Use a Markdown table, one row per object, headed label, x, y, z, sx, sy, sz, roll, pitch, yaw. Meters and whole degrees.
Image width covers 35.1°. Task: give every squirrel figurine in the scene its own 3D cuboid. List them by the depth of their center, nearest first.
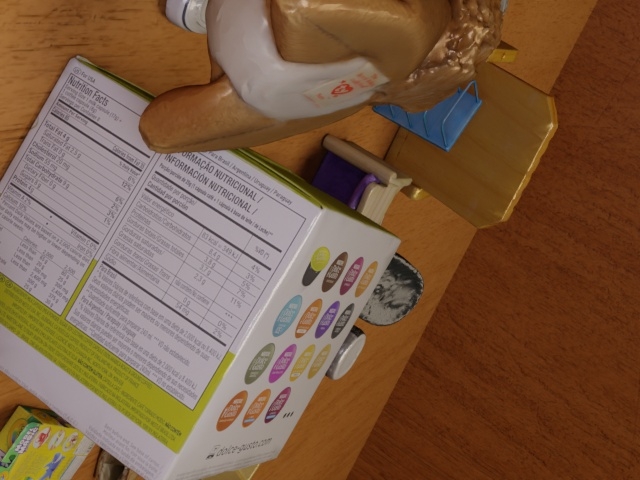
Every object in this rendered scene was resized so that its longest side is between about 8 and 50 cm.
| label | x | y | z | sx | sy | sz | roll | pitch | yaw |
| --- | --- | --- | --- | --- | --- | --- | --- | --- | --- |
| squirrel figurine | 0.001 | -0.312 | 0.976 | 0.397 | 0.370 | 0.281 | -6 | 164 | -31 |

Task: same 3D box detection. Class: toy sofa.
| label | x | y | z | sx | sy | sz | roll | pitch | yaw |
| --- | --- | --- | --- | --- | --- | --- | --- | --- | --- |
| toy sofa | 0.000 | 0.000 | 1.830 | 0.177 | 0.150 | 0.362 | -8 | 128 | -63 |

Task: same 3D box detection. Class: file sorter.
| label | x | y | z | sx | sy | sz | roll | pitch | yaw |
| --- | --- | --- | --- | --- | --- | --- | --- | --- | --- |
| file sorter | 0.190 | -0.267 | 1.854 | 0.118 | 0.170 | 0.104 | -55 | 159 | -9 |

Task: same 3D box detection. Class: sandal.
| label | x | y | z | sx | sy | sz | roll | pitch | yaw |
| --- | --- | --- | --- | --- | --- | --- | --- | --- | --- |
| sandal | 0.018 | 0.030 | 1.650 | 0.445 | 0.107 | 0.167 | 25 | 105 | -35 |

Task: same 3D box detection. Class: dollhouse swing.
| label | x | y | z | sx | sy | sz | roll | pitch | yaw |
| --- | --- | --- | --- | --- | --- | --- | --- | --- | --- |
| dollhouse swing | 0.345 | -0.225 | 2.109 | 0.315 | 0.305 | 0.347 | -18 | 136 | -62 |

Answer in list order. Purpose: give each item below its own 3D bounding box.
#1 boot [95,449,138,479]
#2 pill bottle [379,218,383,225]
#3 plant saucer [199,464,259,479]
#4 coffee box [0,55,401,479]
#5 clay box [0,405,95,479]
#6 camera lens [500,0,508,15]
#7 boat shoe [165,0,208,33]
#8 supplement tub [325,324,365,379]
| label | x | y | z | sx | sy | sz | roll | pitch | yaw |
| --- | --- | --- | --- | --- | --- | --- | --- | --- | --- |
| boot | -0.255 | 0.298 | 1.763 | 0.269 | 0.089 | 0.236 | -31 | 148 | -51 |
| pill bottle | 0.084 | -0.029 | 2.114 | 0.078 | 0.078 | 0.137 | -36 | 152 | -48 |
| plant saucer | -0.150 | 0.373 | 2.167 | 0.333 | 0.081 | 0.333 | -57 | 161 | -3 |
| coffee box | -0.159 | 0.039 | 1.179 | 0.334 | 0.338 | 0.337 | -60 | 162 | 4 |
| clay box | -0.408 | 0.305 | 1.432 | 0.127 | 0.053 | 0.222 | -56 | 161 | -6 |
| camera lens | 0.136 | -0.352 | 1.490 | 0.274 | 0.219 | 0.219 | -34 | 151 | -50 |
| boat shoe | -0.084 | -0.285 | 1.241 | 0.267 | 0.088 | 0.096 | -17 | 136 | -64 |
| supplement tub | -0.015 | 0.184 | 2.026 | 0.117 | 0.190 | 0.117 | -49 | 159 | -26 |
